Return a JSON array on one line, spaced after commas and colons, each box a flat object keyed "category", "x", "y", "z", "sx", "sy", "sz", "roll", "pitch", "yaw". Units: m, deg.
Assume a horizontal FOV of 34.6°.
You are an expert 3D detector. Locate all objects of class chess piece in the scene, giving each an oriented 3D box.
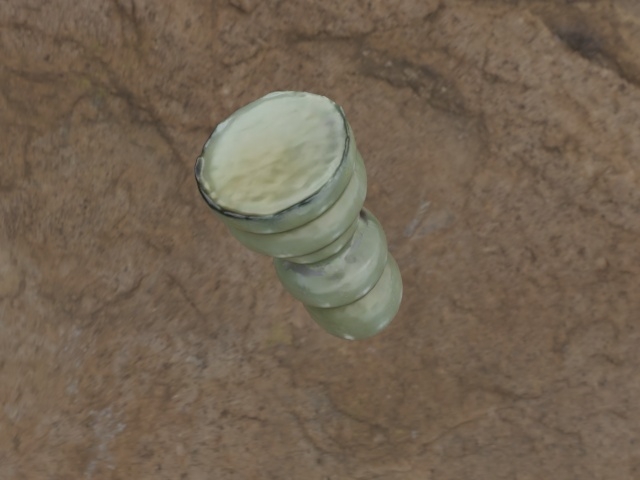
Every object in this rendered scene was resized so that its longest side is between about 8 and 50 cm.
[{"category": "chess piece", "x": 0.000, "y": 0.000, "z": 0.876, "sx": 0.133, "sy": 0.243, "sz": 0.133, "roll": -12, "pitch": 51, "yaw": 15}]
